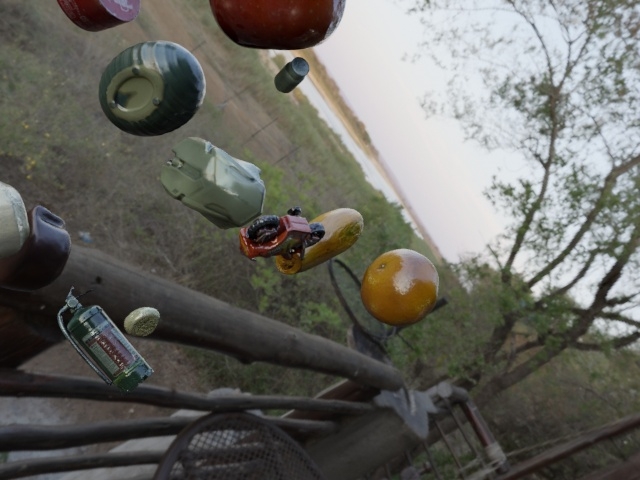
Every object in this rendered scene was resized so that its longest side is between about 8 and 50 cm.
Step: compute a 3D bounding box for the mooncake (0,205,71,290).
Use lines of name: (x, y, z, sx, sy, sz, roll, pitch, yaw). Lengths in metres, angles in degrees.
mooncake: (-1.009, 0.019, 1.746, 0.174, 0.326, 0.333, 34, 30, -56)

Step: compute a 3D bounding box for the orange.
orange: (0.158, 0.095, 0.997, 0.136, 0.159, 0.159, 50, 13, -23)

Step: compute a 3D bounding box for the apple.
apple: (-0.076, -0.475, 0.963, 0.260, 0.261, 0.216, -100, -168, -64)

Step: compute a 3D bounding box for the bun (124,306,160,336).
bun: (-0.580, 0.257, 1.664, 0.069, 0.115, 0.115, 47, 3, 35)

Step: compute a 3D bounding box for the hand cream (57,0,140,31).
hand cream: (-0.669, -0.749, 1.533, 0.230, 0.150, 0.230, -8, 90, -70)

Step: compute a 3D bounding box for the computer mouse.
computer mouse: (-0.355, -0.193, 1.618, 0.429, 0.228, 0.145, 31, -1, 27)

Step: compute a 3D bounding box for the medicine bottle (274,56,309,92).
medicine bottle: (-0.059, -0.338, 1.050, 0.047, 0.047, 0.083, 56, -29, -8)

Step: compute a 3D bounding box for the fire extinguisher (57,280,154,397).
fire extinguisher: (-0.528, 0.234, 1.231, 0.294, 0.118, 0.093, 52, -33, -5)

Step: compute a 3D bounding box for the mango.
mango: (-0.003, 0.001, 1.699, 0.144, 0.359, 0.187, 61, -24, -4)

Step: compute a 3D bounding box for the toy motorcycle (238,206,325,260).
toy motorcycle: (-0.109, -0.009, 1.331, 0.298, 0.171, 0.089, 9, 46, -59)

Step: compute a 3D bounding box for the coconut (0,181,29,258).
coconut: (-0.961, -0.047, 1.412, 0.266, 0.237, 0.237, -18, 73, -45)

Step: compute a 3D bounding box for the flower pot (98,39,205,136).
flower pot: (-0.365, -0.325, 1.111, 0.189, 0.243, 0.157, 63, 20, -13)
